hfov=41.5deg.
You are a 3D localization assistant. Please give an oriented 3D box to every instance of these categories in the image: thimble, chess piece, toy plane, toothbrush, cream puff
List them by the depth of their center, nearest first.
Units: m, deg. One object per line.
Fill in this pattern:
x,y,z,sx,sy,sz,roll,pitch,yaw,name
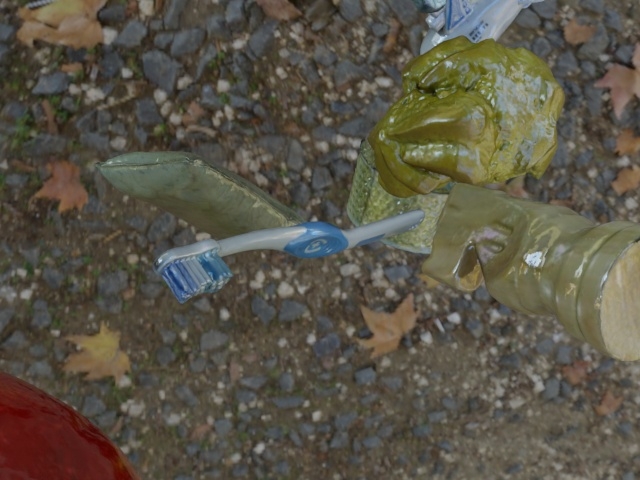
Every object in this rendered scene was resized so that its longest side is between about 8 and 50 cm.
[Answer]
-0.003,-0.004,0.713,0.040,0.386,0.040,5,100,30,toothbrush
0.225,0.015,0.881,0.137,0.301,0.137,-10,109,-29,chess piece
0.229,-0.215,1.427,0.270,0.323,0.274,0,84,-53,cream puff
0.304,-0.414,1.617,0.267,0.122,0.267,-17,137,-16,toy plane
0.195,-0.099,1.722,0.271,0.271,0.150,5,121,-14,thimble

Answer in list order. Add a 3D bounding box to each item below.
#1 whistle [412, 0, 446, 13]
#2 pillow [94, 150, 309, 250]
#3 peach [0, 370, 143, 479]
0.141,-0.564,1.460,0.189,0.189,0.348,-15,109,-3,whistle
-0.151,-0.052,1.203,0.185,0.075,0.302,-2,160,35,pillow
-0.175,0.167,0.343,0.243,0.199,0.243,-2,107,-6,peach
